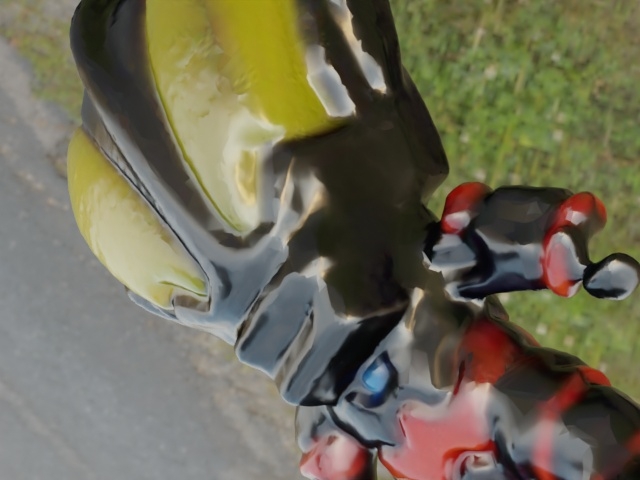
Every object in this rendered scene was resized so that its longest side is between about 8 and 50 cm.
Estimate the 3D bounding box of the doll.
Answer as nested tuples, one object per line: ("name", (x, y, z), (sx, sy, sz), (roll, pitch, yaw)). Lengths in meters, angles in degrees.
("doll", (-0.001, -0.001, 0.375), (0.127, 0.248, 0.088), (-37, 151, 9))
